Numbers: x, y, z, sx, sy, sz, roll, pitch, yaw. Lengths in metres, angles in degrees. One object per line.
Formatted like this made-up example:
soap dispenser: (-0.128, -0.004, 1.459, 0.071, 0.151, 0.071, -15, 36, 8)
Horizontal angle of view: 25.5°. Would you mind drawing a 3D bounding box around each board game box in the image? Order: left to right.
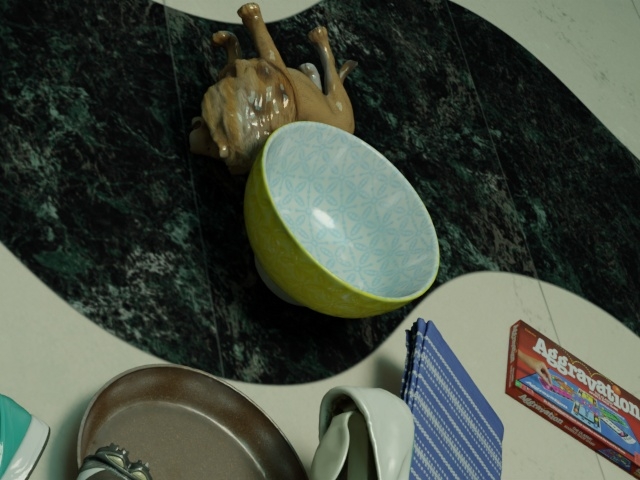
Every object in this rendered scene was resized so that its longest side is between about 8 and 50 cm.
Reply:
board game box: (0.400, 0.245, 2.157, 0.281, 0.027, 0.145, 33, 37, -16)

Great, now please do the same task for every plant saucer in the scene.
plant saucer: (-0.142, 0.281, 1.576, 0.310, 0.050, 0.311, 26, 41, -25)

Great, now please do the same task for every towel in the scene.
towel: (0.160, 0.287, 1.825, 0.243, 0.040, 0.336, 53, 31, -28)

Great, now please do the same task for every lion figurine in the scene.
lion figurine: (-0.038, -0.198, 2.068, 0.392, 0.142, 0.240, 3, 60, -48)

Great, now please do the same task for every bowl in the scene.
bowl: (0.000, 0.000, 1.893, 0.289, 0.156, 0.289, 26, 40, -24)

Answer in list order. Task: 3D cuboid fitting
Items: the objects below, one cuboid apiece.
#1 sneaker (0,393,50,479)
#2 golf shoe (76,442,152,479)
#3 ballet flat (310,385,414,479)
sneaker: (-0.379, 0.222, 1.334, 0.178, 0.124, 0.295, 41, 28, -15)
golf shoe: (-0.168, 0.295, 1.446, 0.198, 0.077, 0.094, 31, 49, -7)
ballet flat: (0.033, 0.340, 1.561, 0.139, 0.139, 0.400, 22, 53, -28)
